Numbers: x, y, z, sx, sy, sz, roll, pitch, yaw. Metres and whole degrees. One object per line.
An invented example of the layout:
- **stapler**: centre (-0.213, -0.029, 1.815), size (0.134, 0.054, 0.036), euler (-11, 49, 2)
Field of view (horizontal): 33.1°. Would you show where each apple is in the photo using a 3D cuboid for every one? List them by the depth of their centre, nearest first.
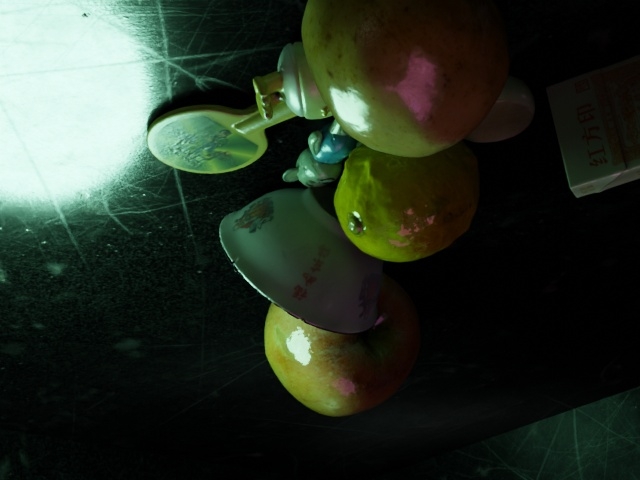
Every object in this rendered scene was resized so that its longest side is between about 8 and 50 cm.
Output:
- **apple**: centre (0.036, 0.204, 2.314), size (0.338, 0.338, 0.305), euler (14, 166, -34)

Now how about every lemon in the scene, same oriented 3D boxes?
- **lemon**: centre (0.152, -0.083, 1.842), size (0.288, 0.233, 0.233), euler (-31, 165, -28)

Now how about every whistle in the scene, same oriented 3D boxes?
- **whistle**: centre (0.022, -0.159, 1.856), size (0.114, 0.077, 0.236), euler (-1, 151, -28)

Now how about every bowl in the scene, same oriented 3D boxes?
- **bowl**: centre (0.000, 0.000, 1.972), size (0.345, 0.345, 0.157), euler (17, 119, -37)

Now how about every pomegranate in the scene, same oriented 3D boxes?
- **pomegranate**: centre (0.112, -0.258, 1.436), size (0.307, 0.307, 0.307), euler (-5, 153, -2)

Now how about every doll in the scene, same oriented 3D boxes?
- **doll**: centre (0.046, -0.249, 1.636), size (0.296, 0.117, 0.141), euler (-6, 156, 2)

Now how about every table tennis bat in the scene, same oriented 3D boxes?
- **table tennis bat**: centre (-0.149, -0.189, 1.803), size (0.321, 0.050, 0.198), euler (-19, 149, 32)

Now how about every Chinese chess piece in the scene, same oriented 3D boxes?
- **Chinese chess piece**: centre (0.286, -0.221, 1.805), size (0.144, 0.058, 0.144), euler (-3, 154, -2)

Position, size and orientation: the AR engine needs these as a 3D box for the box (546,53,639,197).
- **box**: centre (0.555, -0.215, 1.708), size (0.365, 0.204, 0.051), euler (-19, 150, 23)
